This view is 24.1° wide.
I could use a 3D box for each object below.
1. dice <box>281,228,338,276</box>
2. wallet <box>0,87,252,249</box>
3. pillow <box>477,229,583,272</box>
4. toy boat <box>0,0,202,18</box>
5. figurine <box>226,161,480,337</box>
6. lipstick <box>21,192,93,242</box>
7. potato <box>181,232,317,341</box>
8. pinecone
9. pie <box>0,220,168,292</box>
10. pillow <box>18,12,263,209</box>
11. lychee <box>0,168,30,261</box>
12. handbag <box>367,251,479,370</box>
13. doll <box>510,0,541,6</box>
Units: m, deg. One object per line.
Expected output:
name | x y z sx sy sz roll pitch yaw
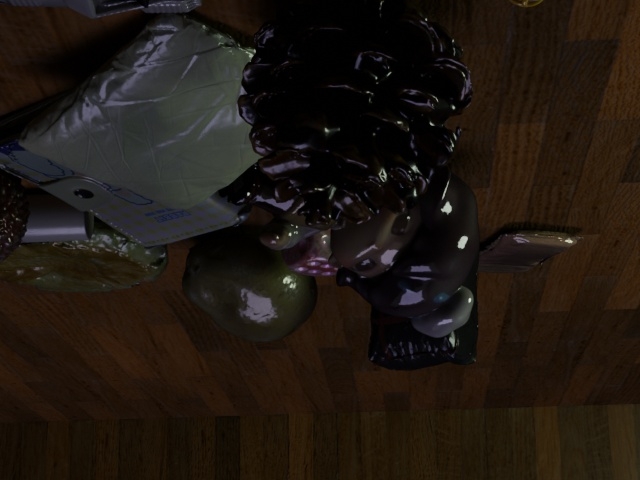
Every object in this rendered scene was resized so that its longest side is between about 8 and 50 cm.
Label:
dice | 0.000 0.000 2.231 0.093 0.091 0.094 9 159 -32
wallet | -0.262 -0.089 1.924 0.223 0.077 0.309 -9 152 40
pillow | 0.319 0.019 2.416 0.135 0.034 0.211 2 165 -21
toy boat | -0.254 -0.253 1.388 0.295 0.088 0.129 -2 162 -1
figurine | 0.062 -0.029 1.965 0.365 0.218 0.206 22 -172 -47
lipstick | -0.455 -0.030 2.139 0.254 0.070 0.070 -2 163 3
potato | -0.110 0.072 2.365 0.235 0.160 0.178 24 114 -27
pinecone | 0.040 -0.131 1.545 0.243 0.257 0.243 -9 150 -5
pie | -0.388 0.019 2.307 0.306 0.071 0.306 0 160 0
pillow | -0.160 -0.147 1.722 0.274 0.076 0.281 -36 144 31
lychee | -0.461 -0.039 1.954 0.165 0.165 0.197 1 -177 -7
handbag | 0.159 0.095 2.355 0.169 0.215 0.155 -5 162 27
doll | 0.195 -0.270 1.408 0.084 0.073 0.127 31 165 5
